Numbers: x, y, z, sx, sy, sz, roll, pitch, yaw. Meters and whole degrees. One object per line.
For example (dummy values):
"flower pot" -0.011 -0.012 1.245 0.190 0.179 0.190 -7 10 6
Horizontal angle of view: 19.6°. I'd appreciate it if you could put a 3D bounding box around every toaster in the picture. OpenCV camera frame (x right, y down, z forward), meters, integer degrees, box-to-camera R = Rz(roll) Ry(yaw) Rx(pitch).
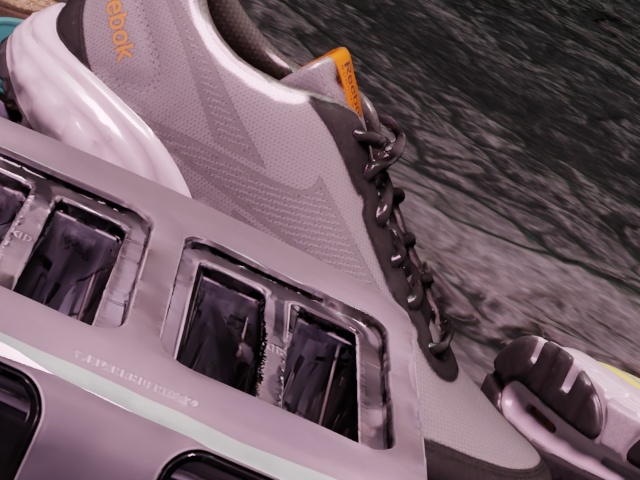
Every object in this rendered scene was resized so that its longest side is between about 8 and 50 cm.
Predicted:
"toaster" -0.065 0.056 0.514 0.168 0.110 0.185 25 18 -7

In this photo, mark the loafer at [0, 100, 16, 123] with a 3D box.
"loafer" -0.258 -0.062 0.647 0.303 0.095 0.109 24 -13 -25

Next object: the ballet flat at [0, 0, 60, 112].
"ballet flat" -0.183 -0.100 0.851 0.067 0.073 0.206 25 2 28

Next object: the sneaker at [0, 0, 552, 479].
"sneaker" 0.000 0.000 0.699 0.271 0.108 0.100 49 12 -4

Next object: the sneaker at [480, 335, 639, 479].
"sneaker" 0.152 0.105 0.733 0.094 0.081 0.208 16 20 -36
